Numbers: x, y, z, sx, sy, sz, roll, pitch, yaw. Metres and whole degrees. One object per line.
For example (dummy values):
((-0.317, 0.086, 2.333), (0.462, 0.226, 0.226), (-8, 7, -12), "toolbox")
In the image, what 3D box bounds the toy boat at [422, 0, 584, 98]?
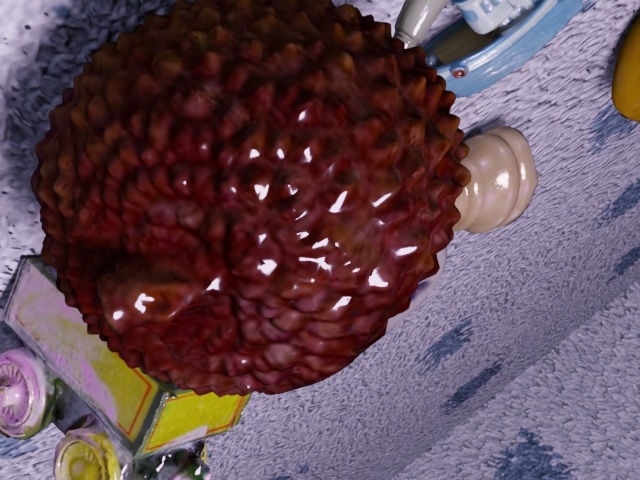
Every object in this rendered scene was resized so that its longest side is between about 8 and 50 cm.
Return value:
((0.161, -0.225, 0.956), (0.215, 0.088, 0.102), (-41, 123, 6), "toy boat")

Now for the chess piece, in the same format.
((0.111, -0.038, 1.180), (0.307, 0.124, 0.139), (-20, -179, -30), "chess piece")

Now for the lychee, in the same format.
((-0.051, -0.038, 0.716), (0.330, 0.306, 0.306), (-54, 174, -48), "lychee")

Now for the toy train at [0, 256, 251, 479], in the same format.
((-0.184, 0.127, 0.863), (0.134, 0.261, 0.177), (-5, 126, -54), "toy train")

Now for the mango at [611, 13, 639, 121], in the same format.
((0.467, -0.266, 1.273), (0.139, 0.113, 0.253), (-18, 142, -32), "mango")

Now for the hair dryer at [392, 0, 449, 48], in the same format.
((0.105, -0.272, 0.752), (0.225, 0.088, 0.219), (-42, 143, -12), "hair dryer")

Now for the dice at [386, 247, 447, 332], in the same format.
((0.000, 0.000, 0.967), (0.193, 0.192, 0.194), (-36, 155, -10), "dice")
